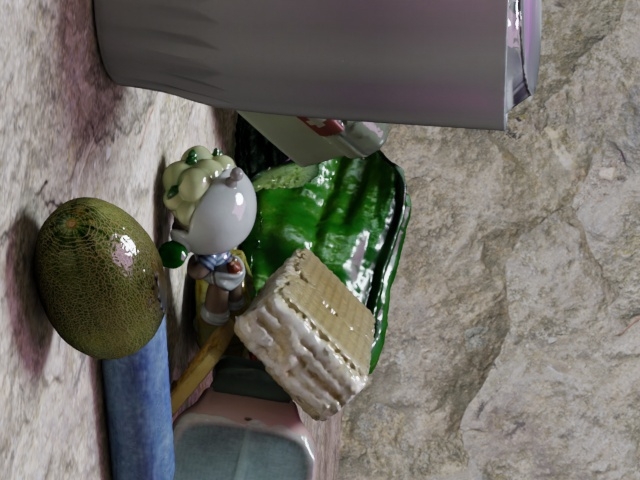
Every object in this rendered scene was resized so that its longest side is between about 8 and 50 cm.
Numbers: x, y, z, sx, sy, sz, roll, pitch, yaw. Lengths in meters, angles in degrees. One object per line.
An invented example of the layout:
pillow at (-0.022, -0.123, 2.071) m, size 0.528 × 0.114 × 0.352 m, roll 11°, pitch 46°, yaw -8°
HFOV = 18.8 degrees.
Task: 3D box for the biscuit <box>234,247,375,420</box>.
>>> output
biscuit at (-0.012, 0.091, 2.074) m, size 0.078 × 0.144 × 0.426 m, roll -44°, pitch -177°, yaw 6°

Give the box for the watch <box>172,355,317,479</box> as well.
watch at (-0.092, 0.246, 2.018) m, size 0.241 × 0.161 × 0.253 m, roll 160°, pitch -58°, yaw -85°

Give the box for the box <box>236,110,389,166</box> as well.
box at (-0.018, -0.189, 2.225) m, size 0.210 × 0.129 × 0.148 m, roll 40°, pitch 45°, yaw -41°

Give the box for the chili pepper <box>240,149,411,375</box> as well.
chili pepper at (0.005, 0.003, 2.475) m, size 0.167 × 0.213 × 0.385 m, roll 102°, pitch -8°, yaw -72°

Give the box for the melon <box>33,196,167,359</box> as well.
melon at (-0.166, 0.027, 1.451) m, size 0.162 × 0.099 × 0.099 m, roll 81°, pitch 13°, yaw -56°

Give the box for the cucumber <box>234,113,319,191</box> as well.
cucumber at (-0.042, -0.136, 2.371) m, size 0.086 × 0.115 × 0.193 m, roll -43°, pitch -143°, yaw 37°

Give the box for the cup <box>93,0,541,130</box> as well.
cup at (0.006, -0.228, 1.654) m, size 0.253 × 0.371 × 0.253 m, roll 3°, pitch 90°, yaw -85°

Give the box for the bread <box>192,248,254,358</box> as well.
bread at (-0.107, 0.073, 2.126) m, size 0.156 × 0.064 × 0.117 m, roll 85°, pitch 7°, yaw -72°

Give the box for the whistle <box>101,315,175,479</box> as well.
whistle at (-0.161, 0.178, 1.722) m, size 0.062 × 0.062 × 0.304 m, roll -77°, pitch 168°, yaw -59°

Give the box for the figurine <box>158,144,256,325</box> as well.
figurine at (-0.114, -0.007, 1.949) m, size 0.147 × 0.093 × 0.197 m, roll -47°, pitch 155°, yaw -44°

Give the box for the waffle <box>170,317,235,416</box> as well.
waffle at (-0.126, 0.130, 1.975) m, size 0.092 × 0.021 × 0.135 m, roll -51°, pitch -178°, yaw 13°

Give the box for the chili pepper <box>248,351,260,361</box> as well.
chili pepper at (-0.061, 0.144, 2.559) m, size 0.073 × 0.070 × 0.123 m, roll 49°, pitch -5°, yaw 19°
